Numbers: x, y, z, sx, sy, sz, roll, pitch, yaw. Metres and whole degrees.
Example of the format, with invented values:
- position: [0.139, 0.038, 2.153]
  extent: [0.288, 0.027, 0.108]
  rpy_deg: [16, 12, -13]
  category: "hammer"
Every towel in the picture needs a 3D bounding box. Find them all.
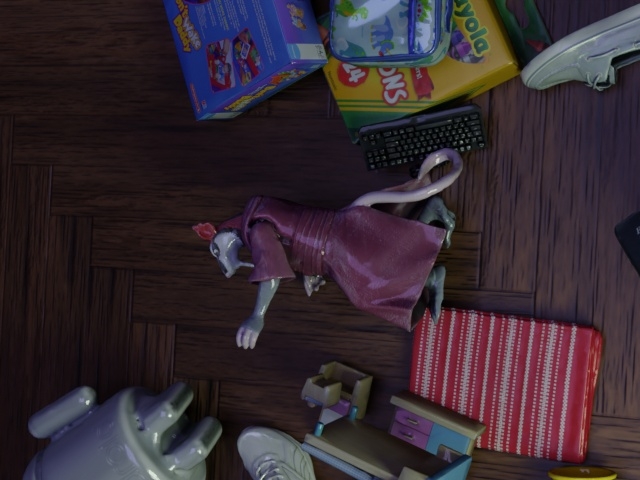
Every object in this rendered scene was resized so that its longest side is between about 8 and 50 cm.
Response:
- position: [0.260, 0.204, 1.938]
  extent: [0.274, 0.031, 0.199]
  rpy_deg: [7, 93, 24]
  category: "towel"

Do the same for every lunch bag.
- position: [0.103, -0.355, 1.902]
  extent: [0.176, 0.090, 0.219]
  rpy_deg: [3, 90, 20]
  category: "lunch bag"

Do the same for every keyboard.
- position: [0.152, -0.136, 1.960]
  extent: [0.180, 0.108, 0.023]
  rpy_deg: [-10, 41, 9]
  category: "keyboard"

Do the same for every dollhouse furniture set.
- position: [0.049, 0.331, 1.860]
  extent: [0.286, 0.303, 0.198]
  rpy_deg: [22, 104, 22]
  category: "dollhouse furniture set"

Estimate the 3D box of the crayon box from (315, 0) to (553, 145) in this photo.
- position: [0.157, -0.294, 1.968]
  extent: [0.318, 0.081, 0.202]
  rpy_deg: [-26, 78, 19]
  category: "crayon box"

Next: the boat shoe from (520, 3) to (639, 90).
- position: [0.391, -0.254, 1.870]
  extent: [0.227, 0.079, 0.081]
  rpy_deg: [-25, 75, 17]
  category: "boat shoe"

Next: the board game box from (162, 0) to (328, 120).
- position: [-0.137, -0.386, 2.050]
  extent: [0.233, 0.078, 0.347]
  rpy_deg: [-24, 79, 43]
  category: "board game box"

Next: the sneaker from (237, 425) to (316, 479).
- position: [-0.051, 0.372, 2.015]
  extent: [0.090, 0.115, 0.232]
  rpy_deg: [-46, 73, 15]
  category: "sneaker"

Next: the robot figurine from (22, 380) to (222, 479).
- position: [-0.320, 0.362, 2.081]
  extent: [0.353, 0.200, 0.300]
  rpy_deg: [-38, 92, 18]
  category: "robot figurine"

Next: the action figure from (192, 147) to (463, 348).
- position: [0.000, 0.000, 1.907]
  extent: [0.370, 0.248, 0.276]
  rpy_deg: [11, 114, 3]
  category: "action figure"

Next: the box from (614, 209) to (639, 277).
- position: [0.591, 0.076, 1.618]
  extent: [0.293, 0.212, 0.395]
  rpy_deg: [-38, 44, 18]
  category: "box"

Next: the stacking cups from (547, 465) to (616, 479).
- position: [0.362, 0.475, 1.851]
  extent: [0.096, 0.096, 0.316]
  rpy_deg: [-1, 88, 23]
  category: "stacking cups"
